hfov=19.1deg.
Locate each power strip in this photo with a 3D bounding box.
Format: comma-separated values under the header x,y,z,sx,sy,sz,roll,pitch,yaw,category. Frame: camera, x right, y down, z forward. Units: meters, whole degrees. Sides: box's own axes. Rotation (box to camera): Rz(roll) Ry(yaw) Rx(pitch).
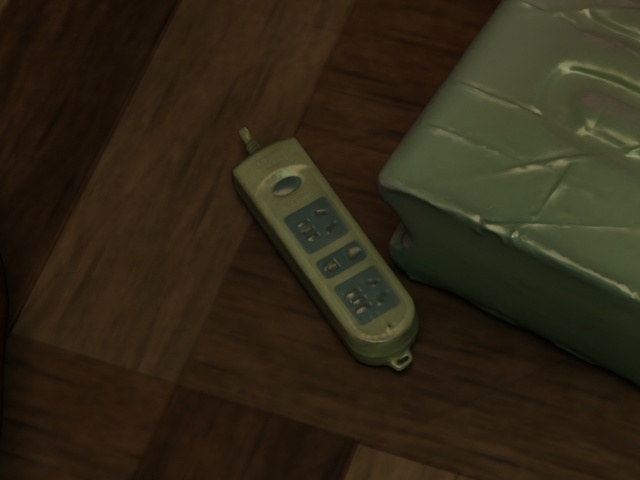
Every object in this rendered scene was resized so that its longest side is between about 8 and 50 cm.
x,y,z,sx,sy,sz,roll,pitch,yaw,category
0.000,0.000,1.120,0.048,0.030,0.191,-29,60,-11,power strip

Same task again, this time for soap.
x,y,z,sx,sy,sz,roll,pitch,yaw,category
0.209,-0.096,1.101,0.208,0.115,0.347,27,66,21,soap

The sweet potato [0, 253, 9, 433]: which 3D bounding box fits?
x,y,z,sx,sy,sz,roll,pitch,yaw,category
-0.243,0.001,1.108,0.112,0.112,0.359,-24,56,-7,sweet potato
